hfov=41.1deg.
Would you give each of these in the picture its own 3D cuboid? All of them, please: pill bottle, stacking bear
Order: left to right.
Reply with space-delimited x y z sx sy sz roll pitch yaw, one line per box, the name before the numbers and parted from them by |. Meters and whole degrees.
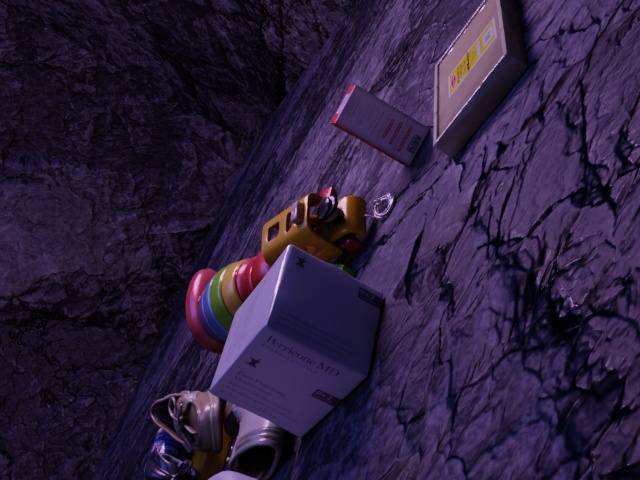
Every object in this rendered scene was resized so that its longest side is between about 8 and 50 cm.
pill bottle | -0.280 0.402 1.546 0.067 0.067 0.120 -52 16 36
stacking bear | -0.123 0.097 1.619 0.289 0.175 0.164 -37 24 46

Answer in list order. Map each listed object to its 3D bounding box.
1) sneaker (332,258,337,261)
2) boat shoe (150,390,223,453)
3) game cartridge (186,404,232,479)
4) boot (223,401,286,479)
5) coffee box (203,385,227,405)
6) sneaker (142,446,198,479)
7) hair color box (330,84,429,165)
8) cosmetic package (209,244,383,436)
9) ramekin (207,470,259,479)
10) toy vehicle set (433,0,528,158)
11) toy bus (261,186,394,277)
sneaker | 0.000 0.000 1.508 0.170 0.071 0.068 -32 32 62
boat shoe | -0.226 0.308 1.453 0.285 0.089 0.105 154 115 -69
game cartridge | -0.268 0.487 1.561 0.324 0.052 0.285 -51 16 41
boot | -0.103 0.291 1.286 0.213 0.077 0.165 -50 20 42
coffee box | -0.133 0.238 1.503 0.113 0.040 0.184 -39 1 -29
sneaker | -0.286 0.440 1.439 0.268 0.101 0.153 -31 31 52
hair color box | 0.095 -0.184 1.366 0.072 0.141 0.043 -61 12 1
cosmetic package | -0.032 0.137 1.153 0.184 0.151 0.151 -51 16 42
ramekin | -0.100 0.388 0.918 0.277 0.135 0.277 -57 13 20
toy vehicle set | 0.226 -0.253 1.240 0.166 0.035 0.267 -53 15 34
toy bus | -0.008 -0.023 1.385 0.202 0.104 0.191 -62 32 -1
